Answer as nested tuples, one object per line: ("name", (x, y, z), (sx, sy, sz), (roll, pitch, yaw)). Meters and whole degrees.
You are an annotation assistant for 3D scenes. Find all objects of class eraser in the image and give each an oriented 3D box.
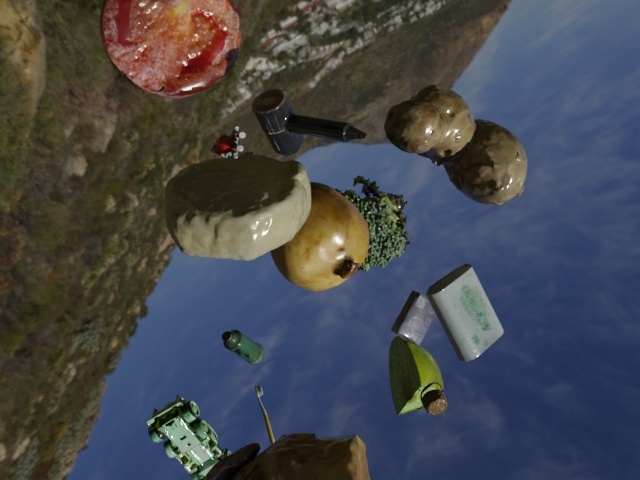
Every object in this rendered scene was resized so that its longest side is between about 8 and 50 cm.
("eraser", (0.420, 0.207, 1.508), (0.174, 0.227, 0.081), (-31, -173, -23))

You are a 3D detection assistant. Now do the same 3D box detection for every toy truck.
("toy truck", (-0.330, 0.518, 1.378), (0.128, 0.259, 0.135), (-32, -163, 1))

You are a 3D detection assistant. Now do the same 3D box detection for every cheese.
("cheese", (-0.176, -0.085, 1.132), (0.326, 0.115, 0.318), (-21, -140, -25))

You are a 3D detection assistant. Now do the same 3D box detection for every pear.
("pear", (0.329, 0.453, 1.840), (0.139, 0.239, 0.288), (-10, 145, -18))

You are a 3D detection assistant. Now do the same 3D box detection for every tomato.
("tomato", (-0.339, -0.438, 1.160), (0.309, 0.309, 0.170), (-37, -165, -22))

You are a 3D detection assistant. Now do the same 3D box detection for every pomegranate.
("pomegranate", (-0.010, -0.015, 1.398), (0.307, 0.307, 0.307), (-28, -164, 9))

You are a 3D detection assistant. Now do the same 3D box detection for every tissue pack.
("tissue pack", (0.317, 0.260, 1.732), (0.156, 0.112, 0.051), (-60, -153, -8))

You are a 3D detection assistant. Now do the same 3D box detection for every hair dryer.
("hair dryer", (-0.019, -0.306, 1.469), (0.352, 0.189, 0.107), (19, -116, 30))

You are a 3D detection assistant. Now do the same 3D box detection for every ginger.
("ginger", (0.253, -0.195, 1.016), (0.155, 0.304, 0.244), (-55, -159, 31))

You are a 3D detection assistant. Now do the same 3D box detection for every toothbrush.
("toothbrush", (-0.185, 0.626, 1.806), (0.024, 0.021, 0.288), (-22, -133, -4))

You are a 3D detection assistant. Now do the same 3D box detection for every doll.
("doll", (-0.186, -0.191, 1.040), (0.039, 0.057, 0.114), (-33, -160, -36))

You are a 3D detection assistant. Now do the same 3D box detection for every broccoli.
("broccoli", (0.168, -0.065, 1.950), (0.334, 0.324, 0.272), (-13, -143, -6))

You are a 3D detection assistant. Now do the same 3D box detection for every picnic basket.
("picnic basket", (0.305, 0.427, 1.421), (0.072, 0.072, 0.083), (-29, -151, 7))

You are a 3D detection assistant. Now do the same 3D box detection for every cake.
("cake", (-0.064, 0.514, 0.913), (0.321, 0.332, 0.332), (-6, -161, 7))

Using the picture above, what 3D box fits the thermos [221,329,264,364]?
("thermos", (-0.262, 0.352, 1.716), (0.073, 0.187, 0.083), (-6, -122, 25))
